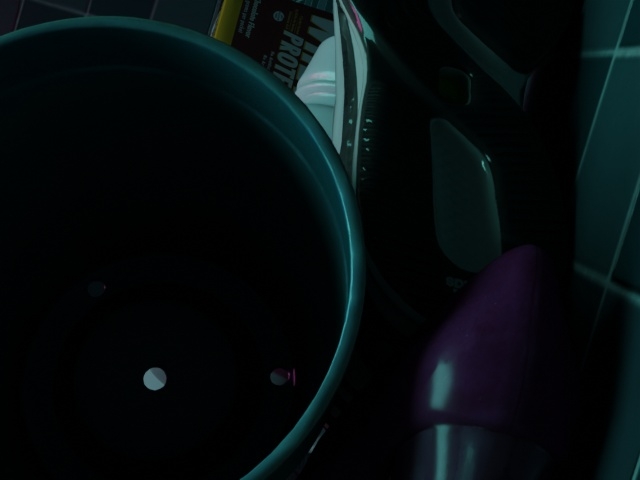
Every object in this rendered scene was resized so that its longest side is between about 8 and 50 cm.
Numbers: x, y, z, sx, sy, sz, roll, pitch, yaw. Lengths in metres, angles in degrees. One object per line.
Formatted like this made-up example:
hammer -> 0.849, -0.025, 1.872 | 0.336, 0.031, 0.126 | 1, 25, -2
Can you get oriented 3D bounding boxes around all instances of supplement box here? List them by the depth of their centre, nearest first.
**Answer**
supplement box -> -0.037, -0.154, 1.902 | 0.194, 0.191, 0.129 | 128, 157, -68

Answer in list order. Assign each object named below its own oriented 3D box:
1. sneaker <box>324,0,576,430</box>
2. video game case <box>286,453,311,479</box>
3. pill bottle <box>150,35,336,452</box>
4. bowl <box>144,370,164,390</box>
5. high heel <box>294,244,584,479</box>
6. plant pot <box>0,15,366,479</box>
sneaker -> 0.046, -0.056, 1.173 | 0.257, 0.169, 0.447 | 117, 164, -47
video game case -> -0.033, 0.182, 1.387 | 0.019, 0.143, 0.157 | -31, 31, 30
pill bottle -> 0.000, 0.000, 1.318 | 0.283, 0.160, 0.160 | -64, 5, -17
bowl -> -0.138, 0.208, 1.611 | 0.298, 0.134, 0.298 | 168, 90, -89
high heel -> 0.046, 0.129, 1.008 | 0.377, 0.127, 0.181 | -30, 41, 66
plant pot -> -0.105, 0.053, 0.989 | 0.255, 0.272, 0.271 | 78, -155, -71
